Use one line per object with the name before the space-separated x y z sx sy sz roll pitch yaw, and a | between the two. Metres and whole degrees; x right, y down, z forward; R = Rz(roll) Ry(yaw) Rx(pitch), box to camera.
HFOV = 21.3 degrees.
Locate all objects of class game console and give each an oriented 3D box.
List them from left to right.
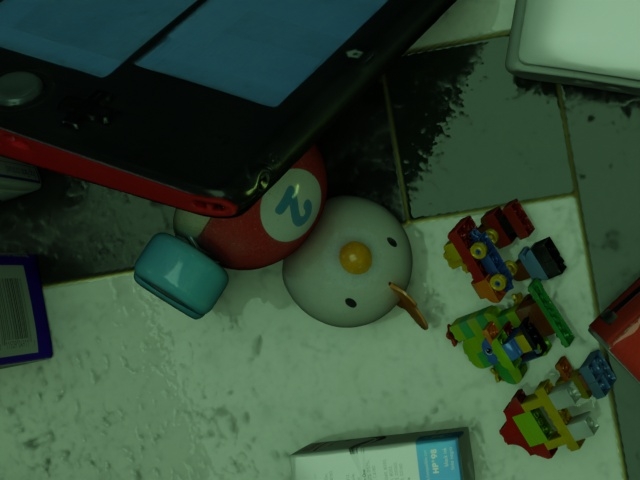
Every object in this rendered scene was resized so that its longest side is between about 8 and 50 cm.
game console | -0.104 -0.173 1.347 0.342 0.386 0.060 15 134 29

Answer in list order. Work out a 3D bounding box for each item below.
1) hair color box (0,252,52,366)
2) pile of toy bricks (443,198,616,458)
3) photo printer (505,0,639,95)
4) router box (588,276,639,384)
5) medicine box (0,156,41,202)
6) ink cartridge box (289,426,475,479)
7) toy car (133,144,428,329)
hair color box | -0.429 0.086 1.492 0.338 0.185 0.110 -12 87 9
pile of toy bricks | 0.155 0.076 1.442 0.105 0.118 0.212 -24 102 36
photo printer | 0.303 -0.270 1.408 0.256 0.107 0.308 11 91 10
router box | 0.427 0.087 1.296 0.301 0.082 0.335 -44 97 4
medicine box | -0.429 -0.140 1.515 0.263 0.149 0.289 -18 85 9
ink cartridge box | 0.037 0.200 1.447 0.180 0.104 0.060 -7 88 9
toy car | 0.000 0.000 1.422 0.238 0.210 0.219 32 83 -3
